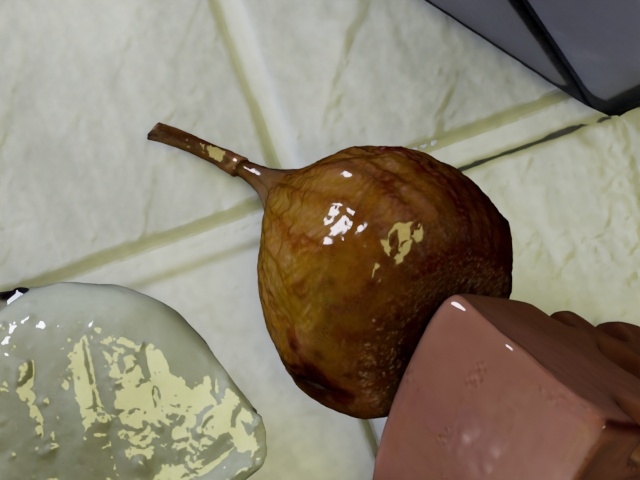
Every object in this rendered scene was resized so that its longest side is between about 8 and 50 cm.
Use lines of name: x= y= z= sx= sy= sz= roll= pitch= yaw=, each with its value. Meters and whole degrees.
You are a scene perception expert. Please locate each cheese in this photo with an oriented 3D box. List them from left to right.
cheese: x=0.123 y=0.103 z=0.955 sx=0.203 sy=0.177 sz=0.128 roll=-40 pitch=57 yaw=-9

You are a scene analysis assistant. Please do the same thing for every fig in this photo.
fig: x=0.000 y=0.000 z=1.005 sx=0.134 sy=0.201 sz=0.146 roll=-15 pitch=127 yaw=-46

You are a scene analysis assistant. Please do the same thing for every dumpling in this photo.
dumpling: x=-0.125 y=0.096 z=0.968 sx=0.176 sy=0.092 sz=0.150 roll=29 pitch=79 yaw=-7

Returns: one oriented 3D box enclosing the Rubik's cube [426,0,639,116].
Rubik's cube: x=0.146 y=-0.275 z=0.941 sx=0.310 sy=0.305 sz=0.307 roll=33 pitch=79 yaw=-5
